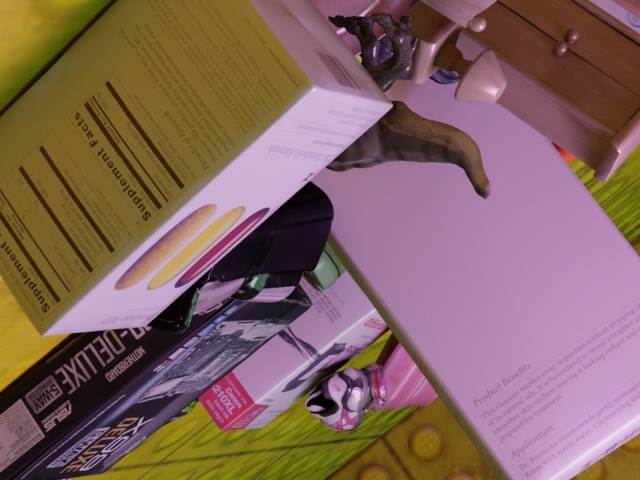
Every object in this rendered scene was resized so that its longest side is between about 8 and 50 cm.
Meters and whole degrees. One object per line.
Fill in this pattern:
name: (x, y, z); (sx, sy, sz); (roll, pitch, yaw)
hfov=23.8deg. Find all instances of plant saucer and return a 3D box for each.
plant saucer: (0.166, 0.086, 1.945); (0.332, 0.084, 0.332); (-59, 178, -3)
plant saucer: (0.018, -0.179, 1.122); (0.168, 0.029, 0.168); (-35, 165, -10)

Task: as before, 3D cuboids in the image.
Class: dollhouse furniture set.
dollhouse furniture set: (0.221, -0.231, 1.061); (0.303, 0.174, 0.355); (-45, 165, -31)

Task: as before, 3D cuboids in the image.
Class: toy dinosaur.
toy dinosaur: (0.034, -0.098, 1.058); (0.064, 0.118, 0.268); (-1, -173, -37)

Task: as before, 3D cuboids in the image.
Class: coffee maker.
coffee maker: (-0.070, -0.014, 1.253); (0.171, 0.120, 0.178); (-45, 164, 28)

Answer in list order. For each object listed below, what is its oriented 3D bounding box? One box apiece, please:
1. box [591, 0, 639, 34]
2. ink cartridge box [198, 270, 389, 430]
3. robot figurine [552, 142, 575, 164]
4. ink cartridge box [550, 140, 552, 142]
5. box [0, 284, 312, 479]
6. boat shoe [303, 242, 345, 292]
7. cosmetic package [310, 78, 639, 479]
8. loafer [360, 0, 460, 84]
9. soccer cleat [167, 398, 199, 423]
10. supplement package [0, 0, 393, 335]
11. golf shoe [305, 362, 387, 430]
box: (0.288, -0.219, 1.431); (0.072, 0.126, 0.137); (-39, 165, 17)
ink cartridge box: (-0.030, 0.118, 1.806); (0.237, 0.100, 0.172); (-39, 167, 8)
robot figurine: (0.304, -0.173, 1.605); (0.219, 0.158, 0.128); (-44, 178, 33)
ink cartridge box: (0.190, -0.156, 1.444); (0.061, 0.104, 0.181); (-36, 166, -2)
box: (-0.175, 0.125, 1.534); (0.307, 0.076, 0.242); (-39, 166, 9)
boat shoe: (0.000, 0.000, 1.582); (0.076, 0.083, 0.226); (-47, 178, -3)
cosmetic package: (0.155, 0.028, 1.384); (0.217, 0.385, 0.156); (-33, 165, -2)
loafer: (0.096, -0.171, 1.271); (0.061, 0.062, 0.170); (-49, 163, 27)
soccer cleat: (-0.188, 0.191, 1.757); (0.072, 0.060, 0.179); (-35, 169, 0)
supplement package: (-0.101, -0.064, 0.991); (0.244, 0.134, 0.139); (-41, 165, 18)
golf shoe: (0.018, 0.191, 1.850); (0.086, 0.067, 0.186); (-3, 161, -15)
